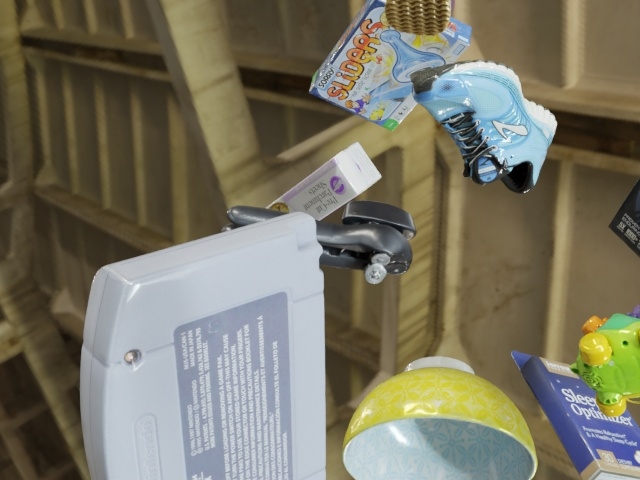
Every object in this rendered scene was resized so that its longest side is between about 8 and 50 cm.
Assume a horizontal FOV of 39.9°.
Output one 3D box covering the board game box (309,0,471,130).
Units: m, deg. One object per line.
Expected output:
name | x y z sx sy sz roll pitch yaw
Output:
board game box | 0.088 -0.237 1.167 0.136 0.035 0.201 22 -35 -15

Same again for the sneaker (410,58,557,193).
sneaker | 0.125 -0.080 0.655 0.063 0.162 0.073 -4 -109 44

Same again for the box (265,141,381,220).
box | -0.038 -0.044 1.343 0.324 0.063 0.067 -31 -85 48

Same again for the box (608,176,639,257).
box | 0.357 -0.012 0.716 0.147 0.180 0.078 53 -35 30

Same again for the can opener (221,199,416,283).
can opener | 0.000 0.000 0.825 0.073 0.186 0.059 -99 -163 -49

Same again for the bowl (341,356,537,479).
bowl | 0.180 0.274 1.351 0.289 0.156 0.290 4 -40 3

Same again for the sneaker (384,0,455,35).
sneaker | 0.094 -0.263 0.805 0.069 0.084 0.185 10 -20 11

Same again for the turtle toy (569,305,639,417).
turtle toy | 0.279 0.093 0.758 0.130 0.066 0.095 -15 -54 16

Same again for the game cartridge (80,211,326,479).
game cartridge | -0.086 0.135 0.696 0.060 0.196 0.294 26 -55 45

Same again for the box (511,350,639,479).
box | 0.346 0.223 1.145 0.037 0.136 0.225 -58 -148 26
